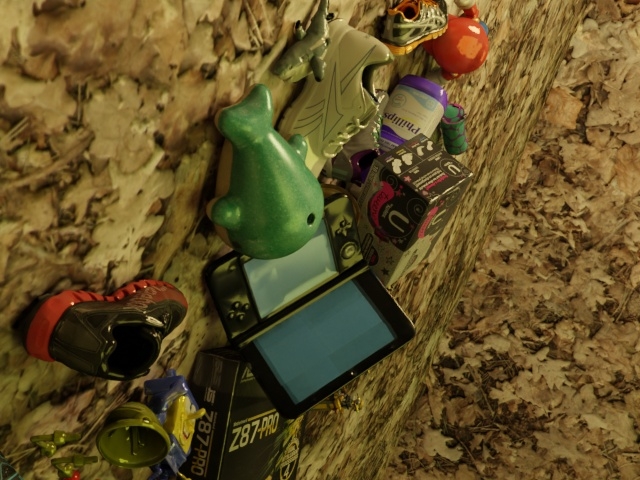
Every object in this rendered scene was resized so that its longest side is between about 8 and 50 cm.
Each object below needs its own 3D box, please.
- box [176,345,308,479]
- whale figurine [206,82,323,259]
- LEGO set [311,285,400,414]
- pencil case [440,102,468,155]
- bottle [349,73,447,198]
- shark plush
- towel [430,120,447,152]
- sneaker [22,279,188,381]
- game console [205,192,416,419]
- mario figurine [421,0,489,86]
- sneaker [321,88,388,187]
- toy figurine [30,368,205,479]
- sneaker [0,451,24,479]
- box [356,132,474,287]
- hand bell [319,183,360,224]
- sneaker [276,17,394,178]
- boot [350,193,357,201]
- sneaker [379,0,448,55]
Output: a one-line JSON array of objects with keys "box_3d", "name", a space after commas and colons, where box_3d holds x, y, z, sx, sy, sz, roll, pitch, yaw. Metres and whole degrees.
[{"box_3d": [-0.134, 0.361, 1.440, 0.395, 0.097, 0.318, 10, 89, -68], "name": "box"}, {"box_3d": [-0.074, -0.090, 1.085, 0.216, 0.141, 0.272, -44, 144, -35], "name": "whale figurine"}, {"box_3d": [0.078, 0.192, 1.518, 0.331, 0.192, 0.255, -61, 141, -62], "name": "LEGO set"}, {"box_3d": [0.341, -0.282, 1.860, 0.070, 0.064, 0.152, -49, 153, -13], "name": "pencil case"}, {"box_3d": [0.157, -0.207, 1.538, 0.283, 0.118, 0.092, -59, 161, -8], "name": "bottle"}, {"box_3d": [-0.014, -0.309, 1.116, 0.067, 0.073, 0.161, 29, 92, -39], "name": "shark plush"}, {"box_3d": [0.263, -0.175, 1.914, 0.324, 0.056, 0.312, -36, 145, -51], "name": "towel"}, {"box_3d": [-0.239, 0.116, 0.941, 0.276, 0.135, 0.098, -5, 116, -68], "name": "sneaker"}, {"box_3d": [-0.008, 0.105, 1.238, 0.293, 0.173, 0.250, -31, 130, -21], "name": "game console"}, {"box_3d": [0.284, -0.451, 1.623, 0.320, 0.170, 0.198, -38, 112, -68], "name": "mario figurine"}, {"box_3d": [0.095, -0.196, 1.431, 0.224, 0.098, 0.083, -57, 158, -20], "name": "sneaker"}, {"box_3d": [-0.270, 0.279, 1.122, 0.362, 0.191, 0.217, 77, 12, -48], "name": "toy figurine"}, {"box_3d": [-0.374, 0.258, 0.772, 0.125, 0.139, 0.341, -53, 155, -24], "name": "sneaker"}, {"box_3d": [0.162, -0.054, 1.429, 0.163, 0.142, 0.247, -33, 154, -40], "name": "box"}, {"box_3d": [0.000, 0.000, 1.464, 0.126, 0.126, 0.242, -55, 170, -24], "name": "hand bell"}, {"box_3d": [0.018, -0.205, 1.198, 0.111, 0.129, 0.297, -14, 127, -66], "name": "sneaker"}, {"box_3d": [0.116, -0.072, 1.681, 0.207, 0.090, 0.248, -41, 152, -23], "name": "boot"}, {"box_3d": [0.187, -0.432, 1.414, 0.215, 0.084, 0.083, -45, 147, -39], "name": "sneaker"}]
